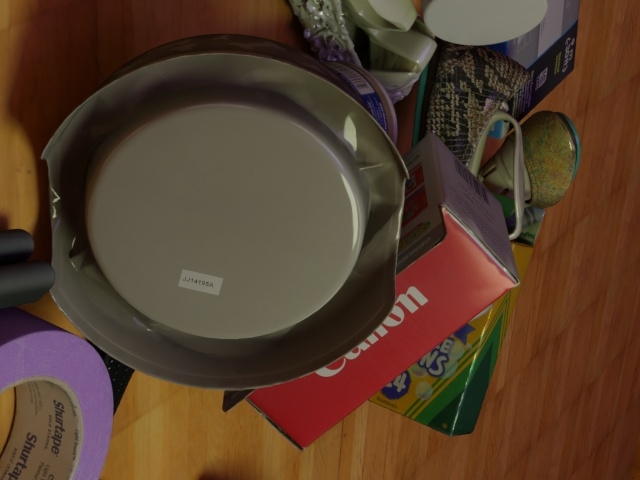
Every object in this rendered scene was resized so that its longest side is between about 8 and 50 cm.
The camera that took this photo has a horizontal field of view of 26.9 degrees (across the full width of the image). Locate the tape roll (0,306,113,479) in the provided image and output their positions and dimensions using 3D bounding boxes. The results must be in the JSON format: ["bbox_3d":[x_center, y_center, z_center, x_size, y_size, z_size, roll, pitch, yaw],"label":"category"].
[{"bbox_3d":[-0.312,0.195,1.211,0.275,0.090,0.275,-40,140,-44],"label":"tape roll"}]

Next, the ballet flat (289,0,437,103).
[{"bbox_3d":[0.055,-0.245,1.511,0.147,0.147,0.409,-63,152,-10],"label":"ballet flat"}]

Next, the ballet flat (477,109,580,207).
[{"bbox_3d":[0.275,-0.085,1.913,0.123,0.123,0.348,-62,179,-13],"label":"ballet flat"}]

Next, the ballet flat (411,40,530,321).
[{"bbox_3d":[0.160,-0.013,1.702,0.164,0.182,0.483,12,94,-84],"label":"ballet flat"}]

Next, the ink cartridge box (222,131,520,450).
[{"bbox_3d":[0.051,0.068,1.438,0.309,0.130,0.272,-40,-162,18],"label":"ink cartridge box"}]

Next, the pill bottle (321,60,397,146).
[{"bbox_3d":[-0.045,-0.105,1.406,0.265,0.153,0.153,-18,123,-54],"label":"pill bottle"}]

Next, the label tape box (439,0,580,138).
[{"bbox_3d":[0.297,-0.337,1.889,0.348,0.115,0.249,-40,141,-39],"label":"label tape box"}]

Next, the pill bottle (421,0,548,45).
[{"bbox_3d":[0.170,-0.371,1.478,0.160,0.160,0.283,43,41,-60],"label":"pill bottle"}]

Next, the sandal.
[{"bbox_3d":[-0.218,0.121,1.386,0.067,0.040,0.179,-1,124,-54],"label":"sandal"}]

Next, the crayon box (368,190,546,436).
[{"bbox_3d":[0.154,0.078,1.820,0.083,0.203,0.323,9,100,-61],"label":"crayon box"}]

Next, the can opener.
[{"bbox_3d":[-0.341,0.042,1.097,0.093,0.074,0.280,-45,163,32],"label":"can opener"}]

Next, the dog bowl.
[{"bbox_3d":[-0.086,-0.030,1.228,0.102,0.349,0.349,-90,-178,-59],"label":"dog bowl"}]
